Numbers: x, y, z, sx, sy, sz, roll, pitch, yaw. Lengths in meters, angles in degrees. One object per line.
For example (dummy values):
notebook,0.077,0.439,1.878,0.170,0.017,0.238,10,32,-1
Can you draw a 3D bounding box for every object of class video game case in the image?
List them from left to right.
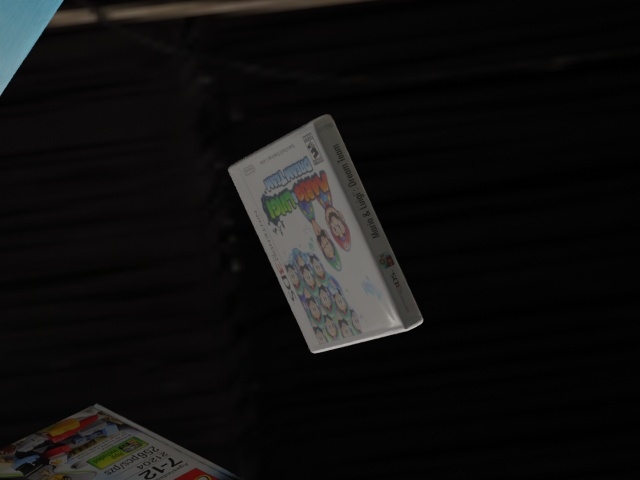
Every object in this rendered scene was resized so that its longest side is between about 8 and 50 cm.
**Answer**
video game case,0.000,0.000,1.223,0.143,0.019,0.157,66,-24,-1

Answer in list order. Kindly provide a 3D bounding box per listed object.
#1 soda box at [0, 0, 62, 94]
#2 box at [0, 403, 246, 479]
soda box,-0.167,-0.116,0.839,0.067,0.210,0.071,27,-7,41
box,-0.134,0.130,0.685,0.114,0.207,0.036,17,-56,49
